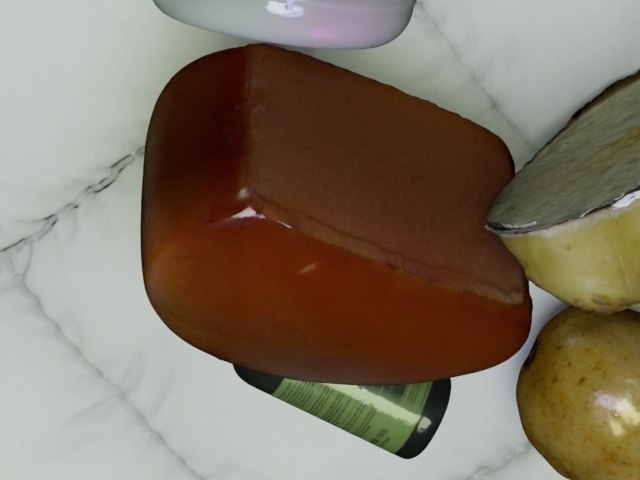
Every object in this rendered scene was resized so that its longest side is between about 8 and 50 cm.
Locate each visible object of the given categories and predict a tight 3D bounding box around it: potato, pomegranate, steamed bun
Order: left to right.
[{"bbox_3d":[0.000,0.000,1.264,0.379,0.235,0.248,18,145,-32],"label":"steamed bun"},{"bbox_3d":[0.295,0.159,1.387,0.196,0.196,0.196,0,108,0],"label":"pomegranate"},{"bbox_3d":[0.370,-0.004,1.233,0.290,0.397,0.296,-20,108,40],"label":"potato"}]

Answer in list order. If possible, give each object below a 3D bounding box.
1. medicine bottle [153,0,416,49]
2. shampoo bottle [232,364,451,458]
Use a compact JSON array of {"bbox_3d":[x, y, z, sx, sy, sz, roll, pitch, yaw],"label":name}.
[{"bbox_3d":[-0.018,-0.332,1.189,0.241,0.241,0.301,8,107,-2],"label":"medicine bottle"},{"bbox_3d":[-0.011,0.120,1.406,0.284,0.101,0.101,26,106,-7],"label":"shampoo bottle"}]
